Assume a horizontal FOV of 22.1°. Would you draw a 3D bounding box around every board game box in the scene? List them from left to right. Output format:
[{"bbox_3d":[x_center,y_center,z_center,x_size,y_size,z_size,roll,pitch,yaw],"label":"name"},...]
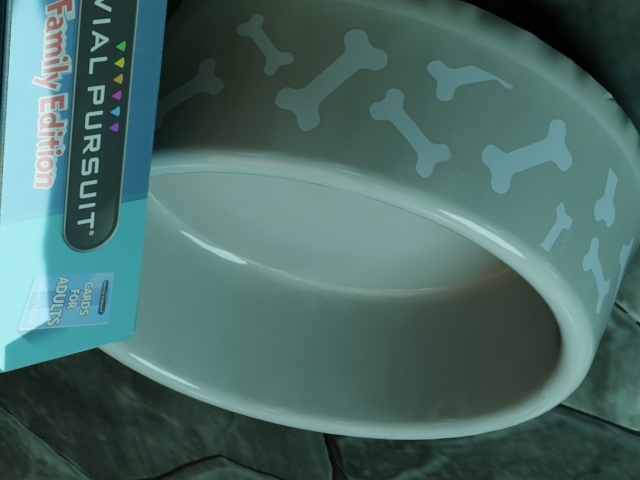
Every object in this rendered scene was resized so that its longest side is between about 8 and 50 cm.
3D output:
[{"bbox_3d":[-0.195,-0.132,0.786,0.336,0.079,0.254,36,128,42],"label":"board game box"}]

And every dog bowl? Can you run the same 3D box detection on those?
[{"bbox_3d":[0.000,0.000,0.884,0.348,0.102,0.349,10,152,5],"label":"dog bowl"}]

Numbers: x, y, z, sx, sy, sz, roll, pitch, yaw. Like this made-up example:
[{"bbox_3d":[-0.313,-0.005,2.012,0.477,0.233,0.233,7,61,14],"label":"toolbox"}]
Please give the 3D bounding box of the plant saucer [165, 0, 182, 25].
[{"bbox_3d":[-0.049,-0.056,1.003,0.241,0.037,0.241,22,145,17],"label":"plant saucer"}]
